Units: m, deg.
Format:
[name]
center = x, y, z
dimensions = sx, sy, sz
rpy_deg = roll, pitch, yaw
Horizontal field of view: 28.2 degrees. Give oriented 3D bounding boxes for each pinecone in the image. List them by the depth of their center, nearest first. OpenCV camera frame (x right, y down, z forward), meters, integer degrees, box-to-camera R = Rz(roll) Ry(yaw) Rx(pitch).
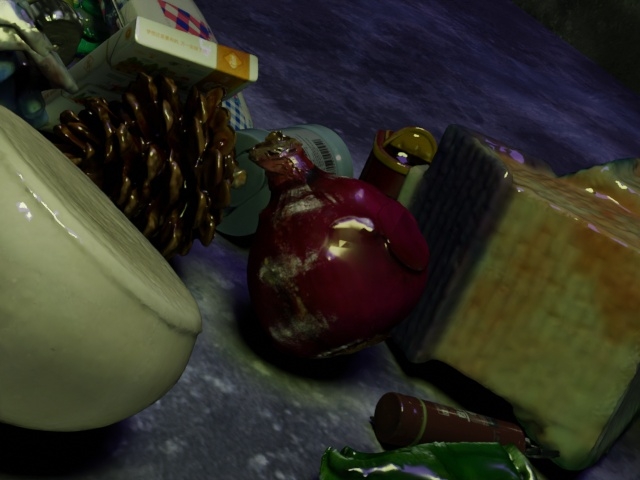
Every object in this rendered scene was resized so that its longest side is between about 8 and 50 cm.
[pinecone]
center = -0.146, -0.060, 1.054
dimensions = 0.173, 0.173, 0.173
rpy_deg = 25, 23, -11

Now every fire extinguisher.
[fire extinguisher]
center = 0.118, 0.162, 1.052
dimensions = 0.158, 0.043, 0.064
rpy_deg = 19, -17, -28

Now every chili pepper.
[chili pepper]
center = 0.096, 0.186, 0.953
dimensions = 0.216, 0.062, 0.108
rpy_deg = 19, 18, -24

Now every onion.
[onion]
center = 0.013, -0.003, 1.056
dimensions = 0.173, 0.135, 0.198
rpy_deg = -29, 101, -58

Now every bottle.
[bottle]
center = -0.322, -0.267, 1.329
dimensions = 0.112, 0.112, 0.260
rpy_deg = 9, 31, -42

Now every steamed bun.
[steamed bun]
center = -0.192, 0.028, 0.800
dimensions = 0.232, 0.145, 0.232
rpy_deg = 46, 1, -1

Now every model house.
[model house]
center = 0.211, 0.027, 1.222
dimensions = 0.280, 0.245, 0.312
rpy_deg = 29, 19, 21

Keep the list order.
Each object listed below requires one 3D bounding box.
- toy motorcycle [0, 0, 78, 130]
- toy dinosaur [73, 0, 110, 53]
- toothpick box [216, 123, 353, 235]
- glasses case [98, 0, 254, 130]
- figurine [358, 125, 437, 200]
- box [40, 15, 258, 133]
[toy motorcycle]
center = -0.308, -0.188, 1.020
dimensions = 0.182, 0.241, 0.319
rpy_deg = -5, 39, -45
[toy dinosaur]
center = -0.261, -0.238, 1.430
dimensions = 0.132, 0.059, 0.096
rpy_deg = 10, 41, -30
[toothpick box]
center = -0.044, -0.062, 1.249
dimensions = 0.101, 0.101, 0.153
rpy_deg = 38, 23, 19
[glasses case]
center = -0.159, -0.195, 1.374
dimensions = 0.125, 0.076, 0.327
rpy_deg = 18, 35, -44
[figurine]
center = 0.064, -0.047, 1.280
dimensions = 0.082, 0.154, 0.098
rpy_deg = 29, 26, 12
[box]
center = -0.165, -0.133, 1.142
dimensions = 0.122, 0.220, 0.032
rpy_deg = 15, 68, -34
